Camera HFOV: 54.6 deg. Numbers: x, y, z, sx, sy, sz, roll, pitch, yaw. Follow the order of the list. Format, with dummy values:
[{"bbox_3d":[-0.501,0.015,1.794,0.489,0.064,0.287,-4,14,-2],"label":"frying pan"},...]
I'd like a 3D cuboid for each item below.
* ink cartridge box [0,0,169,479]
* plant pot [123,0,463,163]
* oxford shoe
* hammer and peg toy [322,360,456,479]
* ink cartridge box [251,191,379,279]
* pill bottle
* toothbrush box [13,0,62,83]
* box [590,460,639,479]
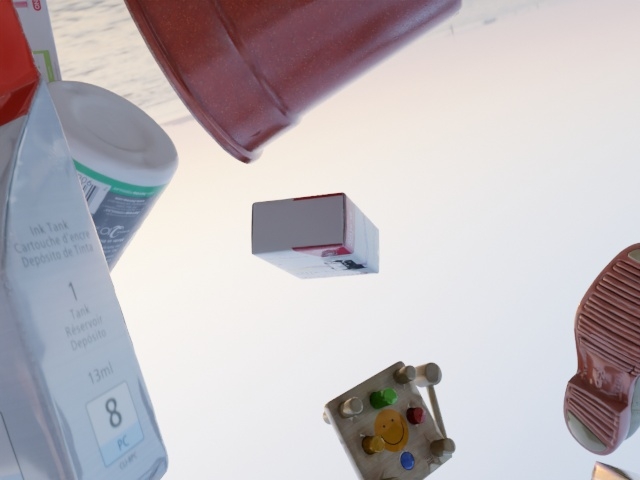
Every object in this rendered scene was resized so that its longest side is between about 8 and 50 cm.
[{"bbox_3d":[-0.294,0.006,0.386,0.307,0.385,0.091,-17,-176,20],"label":"ink cartridge box"},{"bbox_3d":[-0.019,-0.258,0.624,0.264,0.273,0.272,-25,-167,12],"label":"plant pot"},{"bbox_3d":[0.510,0.168,1.019,0.146,0.397,0.140,-16,-143,-28],"label":"oxford shoe"},{"bbox_3d":[0.200,0.422,1.432,0.361,0.266,0.127,-18,166,-38],"label":"hammer and peg toy"},{"bbox_3d":[0.000,0.000,0.843,0.127,0.073,0.175,-6,164,19],"label":"ink cartridge box"},{"bbox_3d":[-0.376,-0.028,0.891,0.361,0.204,0.204,-50,-179,24],"label":"pill bottle"},{"bbox_3d":[-0.523,-0.330,1.066,0.122,0.207,0.283,-12,-166,-21],"label":"toothbrush box"},{"bbox_3d":[0.395,0.320,0.661,0.067,0.063,0.324,16,176,-3],"label":"box"}]
